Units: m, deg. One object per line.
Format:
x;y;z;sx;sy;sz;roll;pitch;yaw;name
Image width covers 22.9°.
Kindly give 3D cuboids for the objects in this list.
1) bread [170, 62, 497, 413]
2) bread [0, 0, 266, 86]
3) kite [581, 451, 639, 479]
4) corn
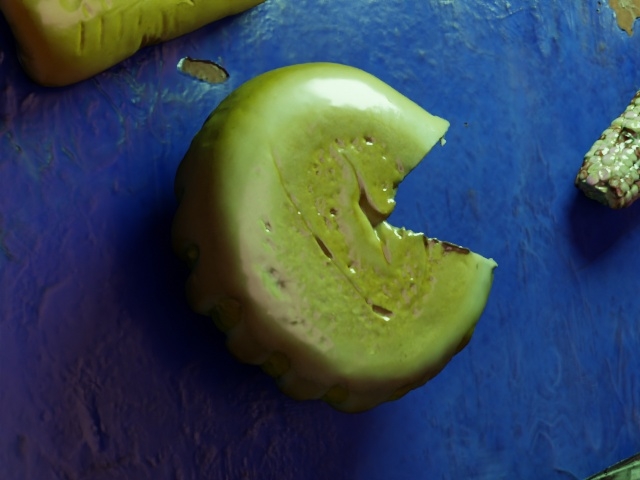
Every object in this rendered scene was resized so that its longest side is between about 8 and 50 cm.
0.000;0.000;1.497;0.333;0.160;0.333;4;80;-26;bread
-0.161;-0.253;1.483;0.305;0.091;0.142;-28;103;-27;bread
0.323;0.364;1.660;0.368;0.014;0.406;43;54;-34;kite
0.387;-0.135;1.762;0.280;0.092;0.092;-47;106;-21;corn
